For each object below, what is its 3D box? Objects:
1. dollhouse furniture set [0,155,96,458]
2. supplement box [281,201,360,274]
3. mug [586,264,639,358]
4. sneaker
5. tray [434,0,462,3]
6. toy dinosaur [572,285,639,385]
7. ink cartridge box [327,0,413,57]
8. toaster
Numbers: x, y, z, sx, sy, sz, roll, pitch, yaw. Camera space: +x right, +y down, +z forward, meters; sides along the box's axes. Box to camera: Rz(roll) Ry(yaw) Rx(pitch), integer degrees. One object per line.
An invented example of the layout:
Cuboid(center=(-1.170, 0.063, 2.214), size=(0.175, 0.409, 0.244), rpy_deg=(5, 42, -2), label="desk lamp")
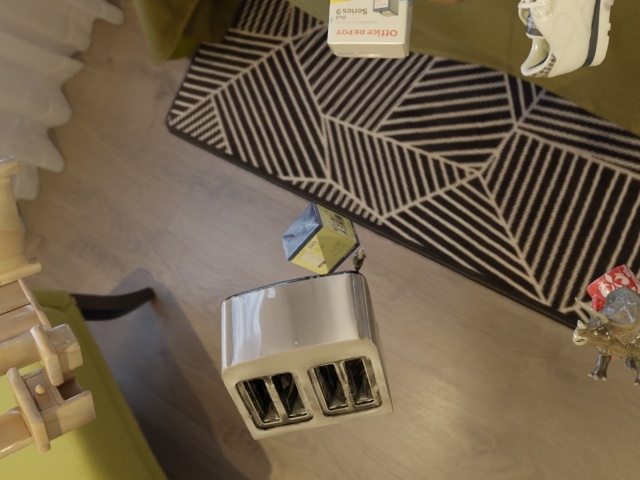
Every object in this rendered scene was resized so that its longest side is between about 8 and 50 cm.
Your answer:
Cuboid(center=(-0.368, 0.006, 0.620), size=(0.303, 0.174, 0.355), rpy_deg=(44, 141, 33), label="dollhouse furniture set")
Cuboid(center=(0.000, 0.000, 1.021), size=(0.083, 0.083, 0.056), rpy_deg=(-47, 36, 26), label="supplement box")
Cuboid(center=(0.606, 0.144, 1.301), size=(0.169, 0.150, 0.113), rpy_deg=(61, 142, 22), label="mug")
Cuboid(center=(0.280, -0.299, 0.763), size=(0.095, 0.235, 0.090), rpy_deg=(-13, 37, 3), label="sneaker")
Cuboid(center=(0.121, -0.443, 0.892), size=(0.076, 0.411, 0.202), rpy_deg=(-5, 101, 30), label="tray")
Cuboid(center=(0.520, 0.146, 1.124), size=(0.121, 0.314, 0.160), rpy_deg=(11, 109, 32), label="toy dinosaur")
Cuboid(center=(0.102, -0.476, 1.300), size=(0.154, 0.093, 0.212), rpy_deg=(5, 91, 13), label="ink cartridge box")
Cuboid(center=(-0.013, 0.123, 0.721), size=(0.168, 0.185, 0.110), rpy_deg=(-12, 41, 4), label="toaster")
